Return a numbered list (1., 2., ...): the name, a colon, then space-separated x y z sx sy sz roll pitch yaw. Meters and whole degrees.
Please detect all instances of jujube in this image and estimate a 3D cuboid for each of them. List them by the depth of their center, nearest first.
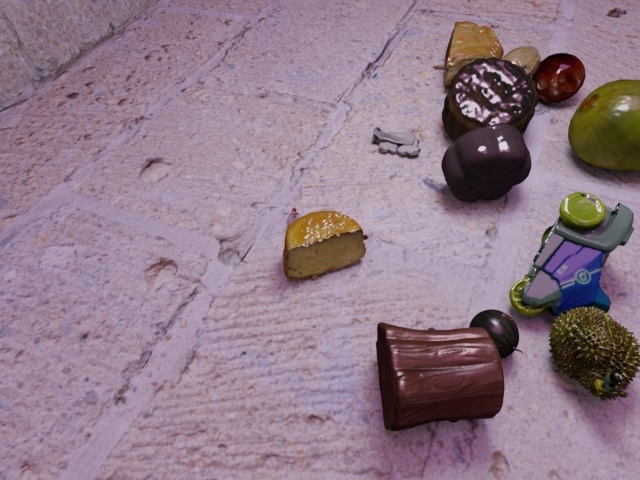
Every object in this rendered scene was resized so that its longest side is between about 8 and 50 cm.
1. jujube: 0.835 -0.587 1.578 0.168 0.168 0.236 -1 33 4

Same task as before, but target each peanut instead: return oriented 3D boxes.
1. peanut: 0.640 -0.575 1.563 0.290 0.130 0.130 -32 50 14

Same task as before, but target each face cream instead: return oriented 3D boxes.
1. face cream: -0.077 -0.062 1.303 0.040 0.021 0.083 -6 50 -1

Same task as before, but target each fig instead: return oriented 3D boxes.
1. fig: 0.918 -0.325 1.301 0.327 0.258 0.258 22 53 -2

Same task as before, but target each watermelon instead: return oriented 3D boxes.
1. watermelon: 0.394 0.214 0.978 0.105 0.105 0.133 -26 35 -16

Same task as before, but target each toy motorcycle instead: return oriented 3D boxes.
1. toy motorcycle: 0.605 0.065 1.054 0.200 0.191 0.326 29 72 22

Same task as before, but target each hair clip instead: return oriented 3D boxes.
1. hair clip: 0.259 -0.336 1.484 0.172 0.049 0.116 14 58 13

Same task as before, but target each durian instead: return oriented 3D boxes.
1. durian: 0.576 0.237 0.929 0.159 0.146 0.198 -7 54 -22

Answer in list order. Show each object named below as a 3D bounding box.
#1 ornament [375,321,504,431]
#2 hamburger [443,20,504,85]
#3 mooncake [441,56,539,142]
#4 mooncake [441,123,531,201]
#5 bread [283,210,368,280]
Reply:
1. ornament: 0.236 0.277 0.895 0.218 0.221 0.235 -3 6 -1
2. hamburger: 0.581 -0.693 1.677 0.209 0.162 0.329 12 49 10
3. mooncake: 0.540 -0.438 1.414 0.291 0.161 0.290 -2 74 9
4. mooncake: 0.469 -0.215 1.251 0.245 0.245 0.133 -5 58 1
5. bread: 0.000 0.000 1.166 0.229 0.143 0.139 -15 52 -10
